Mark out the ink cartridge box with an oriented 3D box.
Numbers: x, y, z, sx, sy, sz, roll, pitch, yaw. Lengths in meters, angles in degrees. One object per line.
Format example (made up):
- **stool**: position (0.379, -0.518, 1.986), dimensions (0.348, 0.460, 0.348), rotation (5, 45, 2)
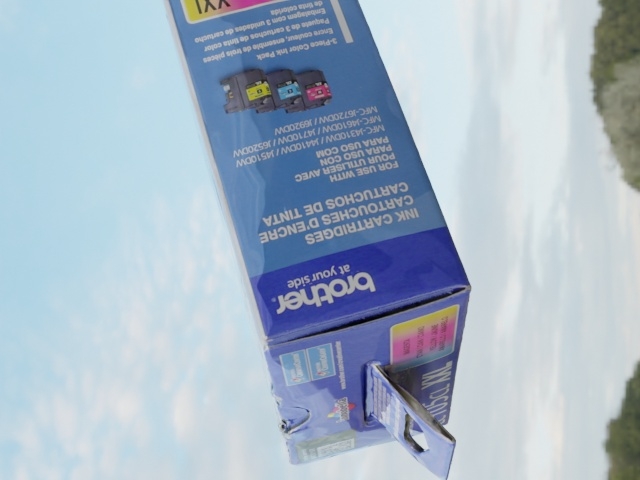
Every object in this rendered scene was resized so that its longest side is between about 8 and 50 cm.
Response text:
- **ink cartridge box**: position (0.000, 0.000, 0.852), dimensions (0.270, 0.151, 0.395), rotation (84, 171, -62)
